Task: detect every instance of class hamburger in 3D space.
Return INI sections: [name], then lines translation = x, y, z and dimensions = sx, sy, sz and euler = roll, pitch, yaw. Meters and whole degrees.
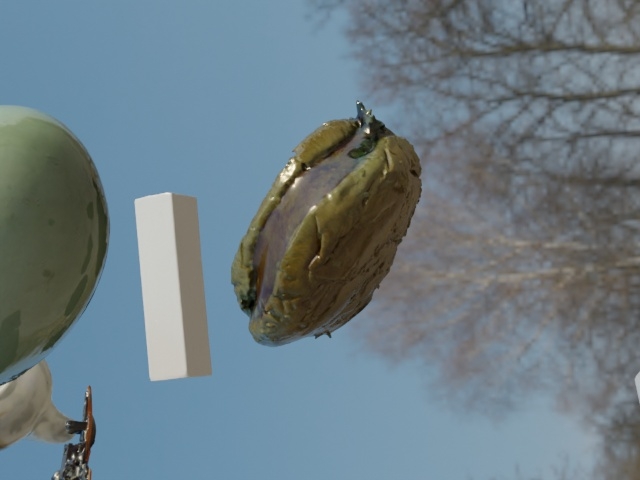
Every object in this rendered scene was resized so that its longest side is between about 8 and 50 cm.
[hamburger]
translation = 0.000, 0.000, 1.352
dimensions = 0.309, 0.132, 0.211
euler = -62, -16, 19

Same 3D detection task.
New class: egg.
[egg]
translation = -0.294, 0.011, 1.043
dimensions = 0.283, 0.203, 0.203
euler = -60, -11, 26

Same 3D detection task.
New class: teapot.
[teapot]
translation = -0.509, 0.227, 1.769
dimensions = 0.139, 0.298, 0.204
euler = 85, -157, -51

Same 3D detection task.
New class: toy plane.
[toy plane]
translation = -0.341, 0.299, 1.666
dimensions = 0.062, 0.135, 0.188
euler = -2, -98, -28

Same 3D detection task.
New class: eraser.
[eraser]
translation = -0.239, 0.076, 1.941
dimensions = 0.078, 0.076, 0.298
euler = 6, -102, -64

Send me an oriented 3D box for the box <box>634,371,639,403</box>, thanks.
[box]
translation = 0.516, 0.220, 1.525
dimensions = 0.081, 0.199, 0.135
euler = 96, 172, -61
